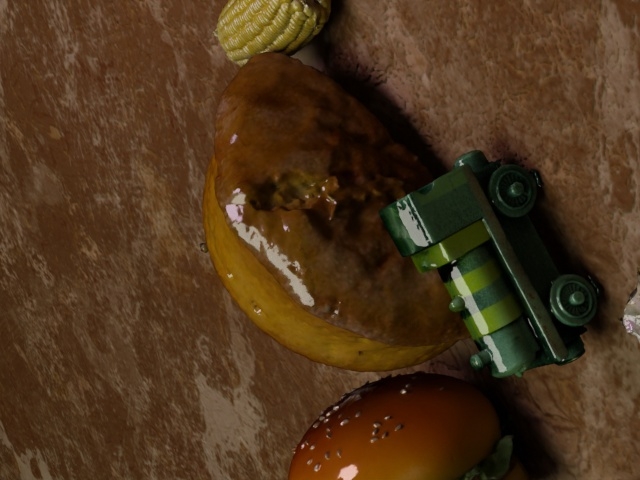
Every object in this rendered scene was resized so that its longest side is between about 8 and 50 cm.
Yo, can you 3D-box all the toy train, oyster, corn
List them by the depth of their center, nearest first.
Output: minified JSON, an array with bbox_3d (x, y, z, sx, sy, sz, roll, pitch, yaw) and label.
[{"bbox_3d":[0.269,0.054,1.388,0.093,0.034,0.051,91,156,-61],"label":"oyster"},{"bbox_3d":[0.147,0.027,1.451,0.200,0.132,0.083,61,153,2],"label":"toy train"},{"bbox_3d":[-0.046,-0.213,1.609,0.085,0.063,0.165,40,155,-13],"label":"corn"}]

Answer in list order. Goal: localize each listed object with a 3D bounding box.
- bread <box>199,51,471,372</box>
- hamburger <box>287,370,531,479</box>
[{"bbox_3d":[0.000,0.000,1.572,0.340,0.179,0.194,46,152,5],"label":"bread"},{"bbox_3d":[0.078,0.220,1.648,0.246,0.246,0.170,-16,100,61],"label":"hamburger"}]
